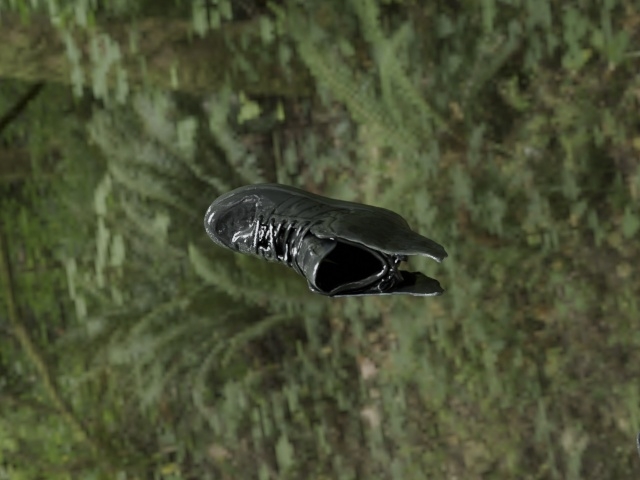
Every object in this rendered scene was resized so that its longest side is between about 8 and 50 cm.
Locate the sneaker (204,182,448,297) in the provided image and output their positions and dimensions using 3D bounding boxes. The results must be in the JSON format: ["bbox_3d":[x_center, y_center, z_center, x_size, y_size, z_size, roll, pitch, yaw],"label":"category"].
[{"bbox_3d":[0.000,0.003,0.853,0.089,0.170,0.051,-61,-23,-69],"label":"sneaker"}]

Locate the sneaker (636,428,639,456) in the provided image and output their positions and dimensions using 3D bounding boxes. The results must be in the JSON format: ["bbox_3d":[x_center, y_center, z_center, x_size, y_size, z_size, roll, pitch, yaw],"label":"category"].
[{"bbox_3d":[0.361,0.153,1.012,0.078,0.234,0.106,-108,-1,-51],"label":"sneaker"}]
